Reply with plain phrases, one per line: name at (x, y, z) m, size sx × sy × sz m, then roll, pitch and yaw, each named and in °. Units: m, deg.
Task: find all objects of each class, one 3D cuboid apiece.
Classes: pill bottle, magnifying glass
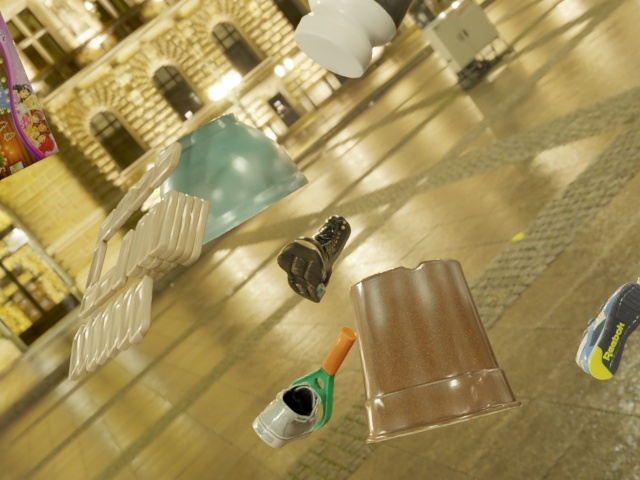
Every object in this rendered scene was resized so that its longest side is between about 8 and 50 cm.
pill bottle at (0.078, -0.421, 1.290) m, size 0.279 × 0.162 × 0.162 m, roll -62°, pitch 12°, yaw -7°
magnifying glass at (0.003, 0.237, 1.339) m, size 0.026 × 0.092 × 0.231 m, roll -17°, pitch -37°, yaw -49°

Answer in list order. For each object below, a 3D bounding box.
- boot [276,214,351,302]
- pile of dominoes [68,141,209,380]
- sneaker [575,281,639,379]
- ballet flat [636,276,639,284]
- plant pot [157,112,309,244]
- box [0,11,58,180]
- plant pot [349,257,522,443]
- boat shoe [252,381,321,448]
boot at (0.000, 0.000, 1.180) m, size 0.137 × 0.076 × 0.198 m, roll -60°, pitch -7°, yaw -18°
pile of dominoes at (-0.182, 0.034, 0.772) m, size 0.251 × 0.040 × 0.196 m, roll -32°, pitch 45°, yaw 53°
sneaker at (0.392, 0.119, 1.066) m, size 0.144 × 0.053 × 0.059 m, roll -57°, pitch 7°, yaw -9°
ballet flat at (0.678, 0.105, 1.464) m, size 0.168 × 0.052 × 0.057 m, roll 18°, pitch 42°, yaw 31°
plant pot at (-0.196, -0.125, 1.533) m, size 0.293 × 0.196 × 0.293 m, roll -29°, pitch 5°, yaw 3°
box at (-0.477, -0.206, 0.986) m, size 0.057 × 0.293 × 0.201 m, roll 5°, pitch 32°, yaw 38°
plant pot at (0.108, 0.115, 0.833) m, size 0.166 × 0.165 × 0.167 m, roll -13°, pitch -15°, yaw -4°
boat shoe at (-0.036, 0.277, 1.283) m, size 0.081 × 0.079 × 0.227 m, roll -48°, pitch -12°, yaw 9°
